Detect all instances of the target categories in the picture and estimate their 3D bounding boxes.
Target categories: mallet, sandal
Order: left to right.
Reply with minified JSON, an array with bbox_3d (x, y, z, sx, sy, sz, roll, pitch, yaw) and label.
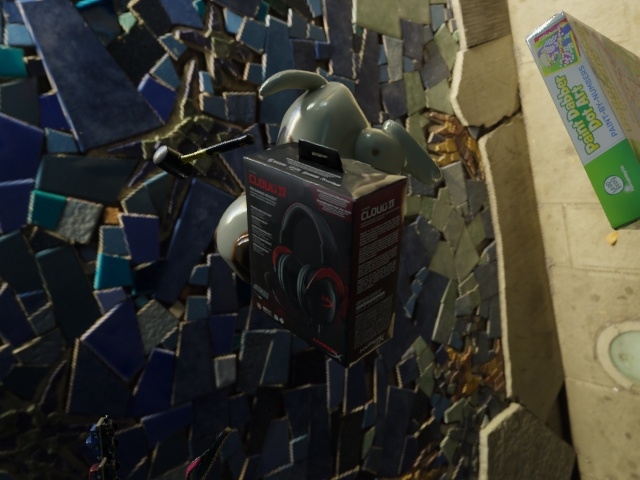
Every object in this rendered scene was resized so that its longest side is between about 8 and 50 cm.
[{"bbox_3d":[-0.186,-0.140,0.799,0.190,0.062,0.039,-13,62,40],"label":"mallet"},{"bbox_3d":[-0.241,0.452,1.047,0.040,0.179,0.067,30,177,6],"label":"sandal"}]

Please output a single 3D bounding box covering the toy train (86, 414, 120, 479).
[{"bbox_3d":[-0.273,0.297,0.650,0.027,0.036,0.158,-141,51,-81],"label":"toy train"}]

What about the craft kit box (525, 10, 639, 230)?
[{"bbox_3d":[0.375,-0.133,0.626,0.061,0.247,0.249,-35,65,47],"label":"craft kit box"}]

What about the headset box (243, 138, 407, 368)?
[{"bbox_3d":[0.000,0.000,0.747,0.218,0.110,0.293,26,127,38],"label":"headset box"}]

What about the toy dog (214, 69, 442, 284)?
[{"bbox_3d":[-0.024,-0.082,1.013,0.395,0.408,0.285,44,171,-38],"label":"toy dog"}]
